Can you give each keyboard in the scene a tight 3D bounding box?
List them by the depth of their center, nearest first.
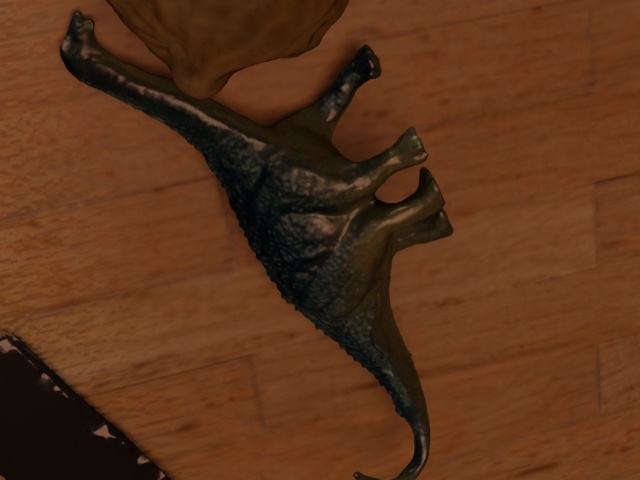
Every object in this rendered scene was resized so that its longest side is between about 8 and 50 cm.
[{"bbox_3d":[-0.157,0.144,0.628,0.074,0.015,0.196,-37,116,5],"label":"keyboard"}]

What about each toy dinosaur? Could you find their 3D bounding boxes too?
[{"bbox_3d":[0.007,-0.009,0.584,0.147,0.076,0.363,-31,112,9],"label":"toy dinosaur"}]

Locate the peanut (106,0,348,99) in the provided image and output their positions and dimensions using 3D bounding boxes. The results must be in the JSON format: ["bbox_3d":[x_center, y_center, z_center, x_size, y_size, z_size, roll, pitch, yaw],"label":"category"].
[{"bbox_3d":[-0.057,-0.216,0.444,0.159,0.143,0.291,-28,119,-15],"label":"peanut"}]
